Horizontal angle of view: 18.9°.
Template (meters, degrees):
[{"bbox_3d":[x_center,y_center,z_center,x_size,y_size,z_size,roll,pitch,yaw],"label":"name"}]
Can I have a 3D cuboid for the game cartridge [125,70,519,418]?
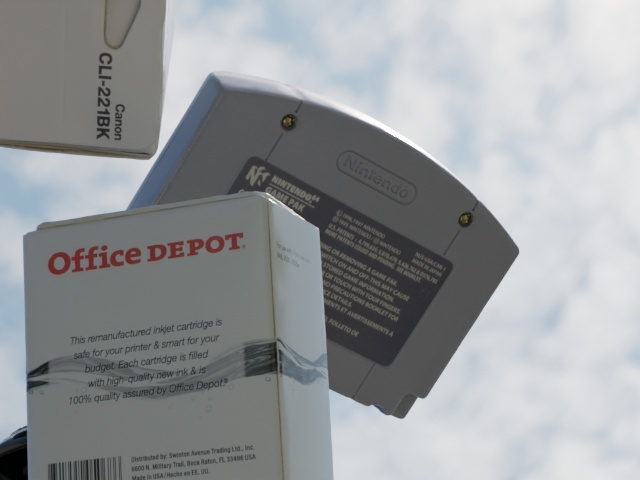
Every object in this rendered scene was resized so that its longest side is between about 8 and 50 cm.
[{"bbox_3d":[0.000,0.000,1.450,0.297,0.062,0.198,28,-85,-30],"label":"game cartridge"}]

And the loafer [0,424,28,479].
[{"bbox_3d":[-0.103,0.147,1.178,0.078,0.223,0.076,-1,-87,-62],"label":"loafer"}]

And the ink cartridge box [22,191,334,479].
[{"bbox_3d":[-0.076,0.090,1.050,0.087,0.153,0.208,29,-124,-67],"label":"ink cartridge box"}]

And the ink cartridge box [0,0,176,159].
[{"bbox_3d":[-0.148,-0.192,1.233,0.114,0.273,0.197,3,-67,-4],"label":"ink cartridge box"}]
